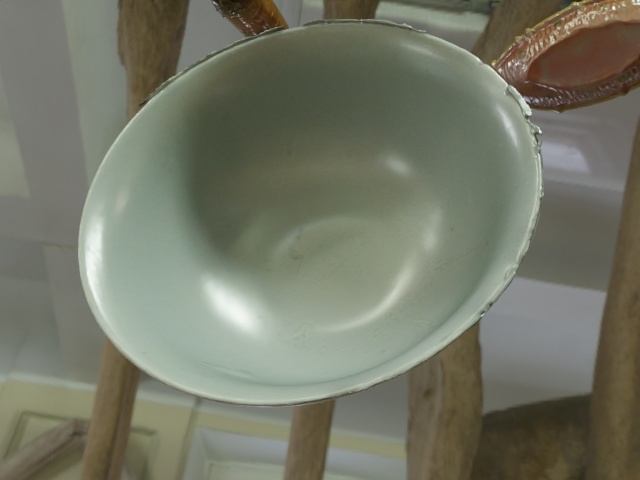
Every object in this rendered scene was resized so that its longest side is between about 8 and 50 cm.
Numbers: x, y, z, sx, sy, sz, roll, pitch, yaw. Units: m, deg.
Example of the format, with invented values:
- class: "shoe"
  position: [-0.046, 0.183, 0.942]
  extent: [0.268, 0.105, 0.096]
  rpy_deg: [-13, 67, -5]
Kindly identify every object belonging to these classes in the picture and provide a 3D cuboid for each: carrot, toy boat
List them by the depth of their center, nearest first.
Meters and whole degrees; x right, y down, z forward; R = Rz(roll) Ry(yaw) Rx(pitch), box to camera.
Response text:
- class: "carrot"
  position: [-0.073, -0.267, 0.990]
  extent: [0.060, 0.060, 0.186]
  rpy_deg: [-13, -21, 21]
- class: "toy boat"
  position: [0.363, -0.253, 1.100]
  extent: [0.318, 0.099, 0.141]
  rpy_deg: [-18, -81, 26]

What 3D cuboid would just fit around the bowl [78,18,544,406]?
- class: "bowl"
  position: [0.000, 0.000, 0.650]
  extent: [0.345, 0.345, 0.157]
  rpy_deg: [-4, -35, 12]
